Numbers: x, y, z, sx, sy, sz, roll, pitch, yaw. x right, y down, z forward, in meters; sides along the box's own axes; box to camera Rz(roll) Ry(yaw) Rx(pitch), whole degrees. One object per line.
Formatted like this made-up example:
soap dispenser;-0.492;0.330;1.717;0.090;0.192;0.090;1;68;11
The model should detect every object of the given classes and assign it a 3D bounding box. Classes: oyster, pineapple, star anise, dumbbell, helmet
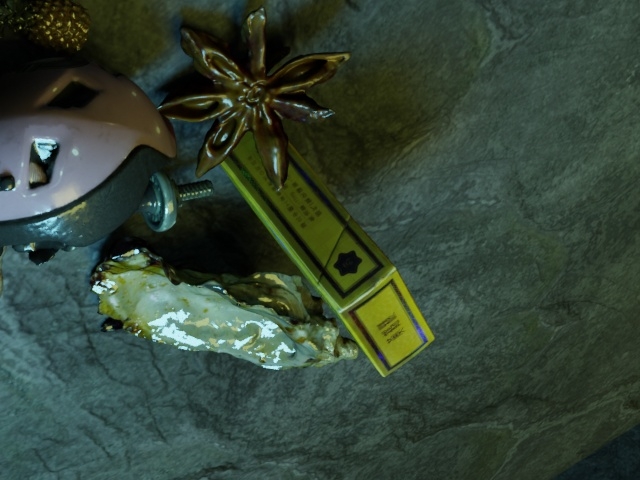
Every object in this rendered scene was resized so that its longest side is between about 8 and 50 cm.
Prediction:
oyster;-0.106;0.078;1.345;0.361;0.096;0.221;13;159;-12
pineapple;-0.278;-0.212;1.005;0.124;0.058;0.058;12;119;-45
star anise;-0.081;-0.156;1.196;0.212;0.111;0.196;3;95;-21
dumbbell;-0.235;-0.038;1.208;0.254;0.081;0.081;-13;136;-33
helmet;-0.250;-0.096;1.006;0.198;0.253;0.154;-6;133;14

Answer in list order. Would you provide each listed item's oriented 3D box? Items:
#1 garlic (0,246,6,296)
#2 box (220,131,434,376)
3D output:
garlic;-0.401;0.032;1.109;0.147;0.102;0.159;30;94;-40
box;0.000;0.000;1.279;0.084;0.301;0.193;-38;146;-2
